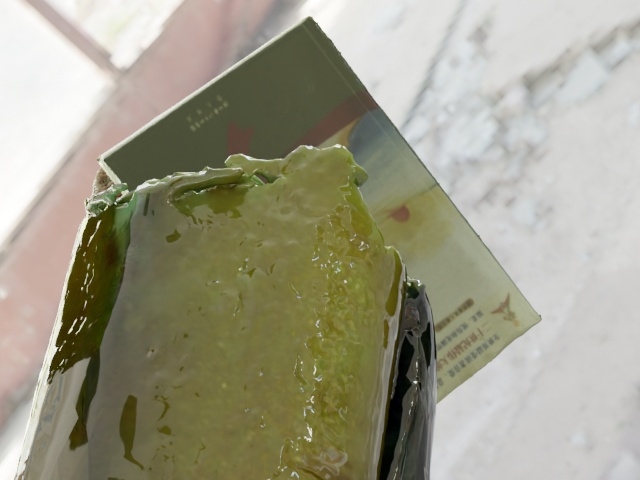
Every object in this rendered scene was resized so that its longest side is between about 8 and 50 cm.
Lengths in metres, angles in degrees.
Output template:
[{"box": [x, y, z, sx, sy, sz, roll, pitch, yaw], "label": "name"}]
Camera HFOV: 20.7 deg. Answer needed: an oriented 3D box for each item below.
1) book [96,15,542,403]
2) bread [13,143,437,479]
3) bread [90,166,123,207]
[{"box": [0.000, 0.000, 1.267, 0.201, 0.289, 0.026, -37, -5, -19], "label": "book"}, {"box": [-0.063, 0.130, 1.053, 0.251, 0.208, 0.376, 3, 62, 14], "label": "bread"}, {"box": [-0.175, 0.035, 1.684, 0.105, 0.233, 0.076, -3, 18, 36], "label": "bread"}]
